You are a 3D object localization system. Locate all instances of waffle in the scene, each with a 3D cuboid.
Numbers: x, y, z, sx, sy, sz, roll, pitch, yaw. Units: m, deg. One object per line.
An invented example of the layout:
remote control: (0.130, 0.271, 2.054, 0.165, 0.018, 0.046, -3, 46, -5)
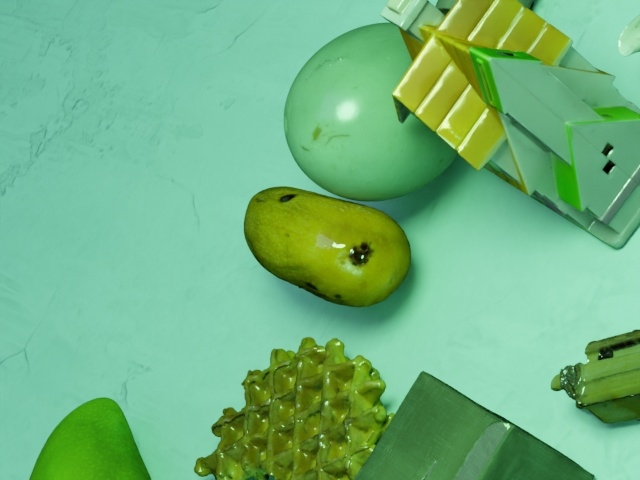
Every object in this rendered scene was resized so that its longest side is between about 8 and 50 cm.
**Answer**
waffle: (-0.023, 0.237, 1.894, 0.293, 0.069, 0.260, 20, 77, 54)

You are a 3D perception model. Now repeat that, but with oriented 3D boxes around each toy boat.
toy boat: (0.331, 0.121, 1.596, 0.226, 0.068, 0.088, -20, 45, 37)

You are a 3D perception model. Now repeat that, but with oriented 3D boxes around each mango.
mango: (-0.001, 0.006, 1.949, 0.295, 0.177, 0.120, 16, 88, 64)
mango: (-0.282, 0.338, 2.020, 0.192, 0.156, 0.343, -31, 44, 27)

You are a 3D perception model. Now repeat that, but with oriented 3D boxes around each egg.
egg: (0.070, -0.151, 1.914, 0.203, 0.282, 0.203, 11, 110, 31)

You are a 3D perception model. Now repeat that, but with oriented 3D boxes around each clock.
clock: (0.197, -0.148, 1.731, 0.166, 0.309, 0.235, -54, 38, 2)

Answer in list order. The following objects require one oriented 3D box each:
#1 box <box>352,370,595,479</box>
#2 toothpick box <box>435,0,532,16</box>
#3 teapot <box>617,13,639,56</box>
box: (0.126, 0.277, 1.634, 0.149, 0.155, 0.231, 29, 88, 52)
toothpick box: (0.219, -0.335, 1.997, 0.111, 0.111, 0.181, 12, 74, 50)
teapot: (0.425, -0.255, 1.740, 0.226, 0.092, 0.145, -44, 43, 13)
